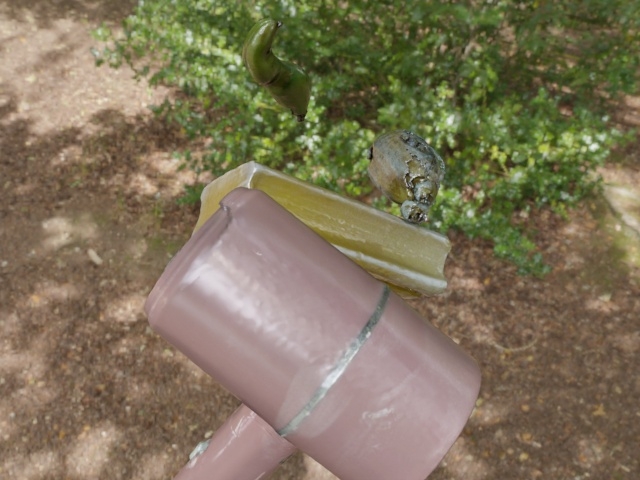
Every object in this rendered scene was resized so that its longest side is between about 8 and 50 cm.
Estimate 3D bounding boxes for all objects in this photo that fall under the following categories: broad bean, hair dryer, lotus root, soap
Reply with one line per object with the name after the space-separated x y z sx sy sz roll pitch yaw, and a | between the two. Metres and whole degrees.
-0.055 -0.226 0.869 0.070 0.213 0.048 -30 68 3 | broad bean
-0.067 0.143 0.503 0.210 0.352 0.125 38 33 -1 | hair dryer
0.106 -0.082 0.763 0.088 0.088 0.165 3 32 -14 | lotus root
0.000 0.000 0.764 0.274 0.089 0.173 19 -16 -28 | soap
